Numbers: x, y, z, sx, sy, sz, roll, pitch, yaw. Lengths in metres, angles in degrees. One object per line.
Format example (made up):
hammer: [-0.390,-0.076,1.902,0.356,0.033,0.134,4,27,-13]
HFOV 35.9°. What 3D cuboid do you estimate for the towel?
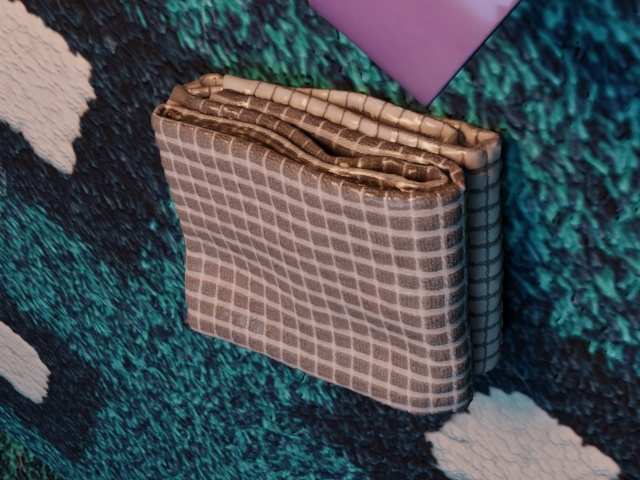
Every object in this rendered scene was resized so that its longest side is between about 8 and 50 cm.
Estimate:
towel: [0.000,0.000,0.783,0.284,0.121,0.235,17,138,30]

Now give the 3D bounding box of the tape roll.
tape roll: [0.084,-0.160,0.474,0.080,0.189,0.189,41,145,-1]
